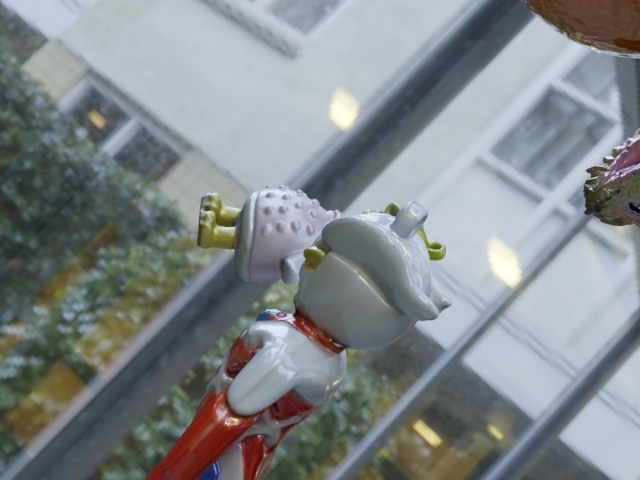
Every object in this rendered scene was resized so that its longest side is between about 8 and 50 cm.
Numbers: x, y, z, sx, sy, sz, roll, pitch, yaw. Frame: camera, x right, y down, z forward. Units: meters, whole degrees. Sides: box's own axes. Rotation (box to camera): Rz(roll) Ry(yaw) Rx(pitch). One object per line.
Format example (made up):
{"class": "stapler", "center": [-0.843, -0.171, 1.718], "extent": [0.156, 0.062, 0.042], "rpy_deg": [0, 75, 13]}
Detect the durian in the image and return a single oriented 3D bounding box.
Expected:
{"class": "durian", "center": [0.428, -0.120, 1.381], "extent": [0.191, 0.341, 0.112], "rpy_deg": [12, 48, -41]}

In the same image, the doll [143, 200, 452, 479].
{"class": "doll", "center": [-0.049, 0.123, 0.940], "extent": [0.099, 0.384, 0.188], "rpy_deg": [44, 13, 7]}

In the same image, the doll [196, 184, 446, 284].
{"class": "doll", "center": [0.000, 0.000, 1.092], "extent": [0.129, 0.207, 0.081], "rpy_deg": [-84, 180, -61]}

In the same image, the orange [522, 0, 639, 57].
{"class": "orange", "center": [0.311, -0.386, 1.250], "extent": [0.326, 0.424, 0.424], "rpy_deg": [23, -15, 15]}
